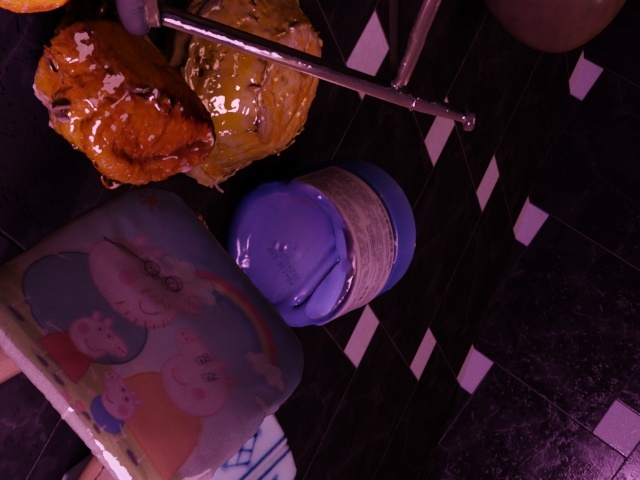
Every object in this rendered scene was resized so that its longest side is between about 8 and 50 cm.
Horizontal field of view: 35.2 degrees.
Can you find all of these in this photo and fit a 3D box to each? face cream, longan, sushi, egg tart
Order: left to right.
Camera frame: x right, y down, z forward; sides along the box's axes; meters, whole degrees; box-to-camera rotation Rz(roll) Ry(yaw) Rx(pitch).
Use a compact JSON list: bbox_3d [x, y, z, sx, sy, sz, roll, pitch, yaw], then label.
[{"bbox_3d":[-0.232,-0.165,1.166,0.167,0.179,0.296,-56,155,11],"label":"sushi"},{"bbox_3d":[-0.092,-0.228,1.414,0.341,0.132,0.341,-46,145,-45],"label":"egg tart"},{"bbox_3d":[0.000,0.000,1.635,0.225,0.249,0.249,-19,125,-58],"label":"face cream"},{"bbox_3d":[0.506,-0.588,2.128,0.404,0.336,0.404,-13,105,-60],"label":"longan"}]

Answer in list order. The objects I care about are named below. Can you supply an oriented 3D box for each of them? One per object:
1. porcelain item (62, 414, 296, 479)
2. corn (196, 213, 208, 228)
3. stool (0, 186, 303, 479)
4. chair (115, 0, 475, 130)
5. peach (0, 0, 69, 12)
[{"bbox_3d":[-0.199,0.338,1.423,0.281,0.286,0.157,-37,106,-52],"label":"porcelain item"},{"bbox_3d":[-0.190,0.076,1.502,0.092,0.092,0.280,-46,142,-42],"label":"corn"},{"bbox_3d":[-0.226,0.141,1.156,0.226,0.310,0.310,-40,178,43],"label":"stool"},{"bbox_3d":[-0.003,-0.357,1.060,0.362,0.410,0.364,110,-19,-72],"label":"chair"},{"bbox_3d":[-0.283,-0.298,0.909,0.190,0.190,0.192,-16,126,-61],"label":"peach"}]
